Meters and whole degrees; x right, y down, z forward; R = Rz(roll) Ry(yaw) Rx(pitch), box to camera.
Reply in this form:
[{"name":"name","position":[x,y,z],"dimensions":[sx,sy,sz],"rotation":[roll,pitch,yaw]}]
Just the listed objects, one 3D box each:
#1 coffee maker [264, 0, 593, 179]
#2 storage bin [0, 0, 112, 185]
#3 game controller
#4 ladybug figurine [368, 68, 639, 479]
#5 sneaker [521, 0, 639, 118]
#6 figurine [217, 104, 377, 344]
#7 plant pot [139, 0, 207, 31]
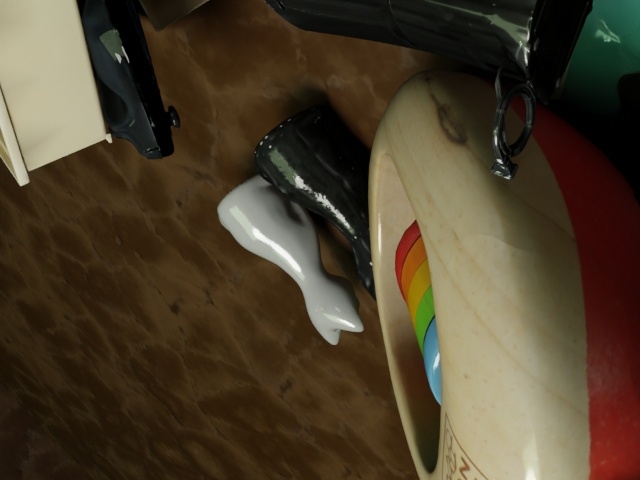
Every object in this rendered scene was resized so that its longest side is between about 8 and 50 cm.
[{"name":"coffee maker","position":[0.054,-0.150,0.540],"dimensions":[0.178,0.171,0.120],"rotation":[18,156,26]},{"name":"storage bin","position":[-0.367,-0.253,1.079],"dimensions":[0.260,0.123,0.262],"rotation":[45,151,37]},{"name":"game controller","position":[-0.191,-0.214,0.896],"dimensions":[0.319,0.067,0.166],"rotation":[-114,16,-49]},{"name":"ladybug figurine","position":[0.138,0.045,0.666],"dimensions":[0.162,0.449,0.305],"rotation":[-4,124,-4]},{"name":"sneaker","position":[0.219,-0.203,0.583],"dimensions":[0.121,0.108,0.302],"rotation":[21,139,12]},{"name":"figurine","position":[0.000,0.000,0.994],"dimensions":[0.209,0.092,0.215],"rotation":[54,147,7]},{"name":"plant pot","position":[-0.142,-0.278,0.862],"dimensions":[0.096,0.109,0.109],"rotation":[55,176,16]}]
